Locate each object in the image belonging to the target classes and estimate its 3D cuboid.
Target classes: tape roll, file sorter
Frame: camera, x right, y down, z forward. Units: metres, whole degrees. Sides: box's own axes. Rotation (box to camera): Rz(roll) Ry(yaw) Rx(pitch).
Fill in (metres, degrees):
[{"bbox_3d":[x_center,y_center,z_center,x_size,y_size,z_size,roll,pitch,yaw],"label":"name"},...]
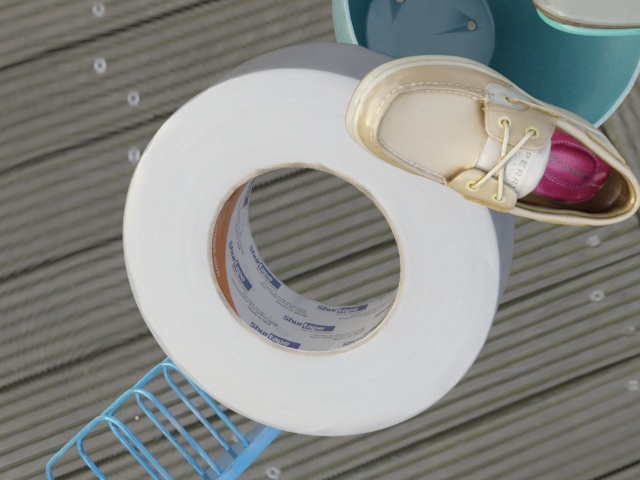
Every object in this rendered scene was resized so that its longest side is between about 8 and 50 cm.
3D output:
[{"bbox_3d":[0.000,0.000,0.785,0.219,0.072,0.219,5,111,14],"label":"tape roll"},{"bbox_3d":[-0.111,0.152,1.053,0.104,0.118,0.170,48,39,1],"label":"file sorter"}]

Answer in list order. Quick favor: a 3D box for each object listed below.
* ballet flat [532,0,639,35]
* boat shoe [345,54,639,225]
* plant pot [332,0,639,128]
[{"bbox_3d":[0.193,-0.139,0.596,0.213,0.068,0.072,-8,42,-13],"label":"ballet flat"},{"bbox_3d":[0.092,-0.045,0.661,0.170,0.059,0.063,10,113,-34],"label":"boat shoe"},{"bbox_3d":[0.133,-0.211,1.272,0.290,0.195,0.290,1,87,-16],"label":"plant pot"}]
